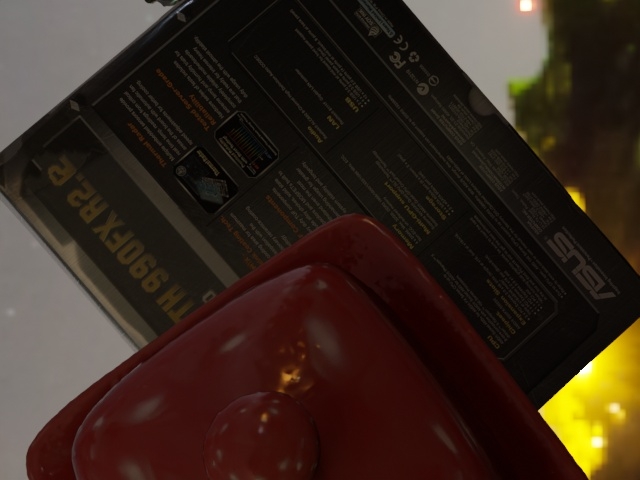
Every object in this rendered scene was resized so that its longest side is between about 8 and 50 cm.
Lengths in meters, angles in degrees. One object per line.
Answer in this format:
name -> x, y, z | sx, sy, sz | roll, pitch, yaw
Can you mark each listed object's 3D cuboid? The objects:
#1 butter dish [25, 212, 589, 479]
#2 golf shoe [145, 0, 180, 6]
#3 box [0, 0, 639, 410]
butter dish -> -0.010, 0.076, 0.586 | 0.160, 0.160, 0.118 | 53, 178, 19
golf shoe -> -0.027, -0.121, 0.899 | 0.077, 0.094, 0.198 | 21, -153, -53
box -> 0.000, 0.000, 0.782 | 0.231, 0.183, 0.056 | 48, 172, -2
